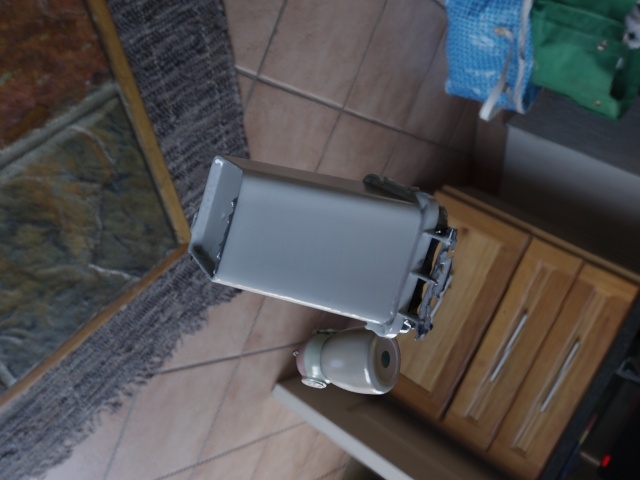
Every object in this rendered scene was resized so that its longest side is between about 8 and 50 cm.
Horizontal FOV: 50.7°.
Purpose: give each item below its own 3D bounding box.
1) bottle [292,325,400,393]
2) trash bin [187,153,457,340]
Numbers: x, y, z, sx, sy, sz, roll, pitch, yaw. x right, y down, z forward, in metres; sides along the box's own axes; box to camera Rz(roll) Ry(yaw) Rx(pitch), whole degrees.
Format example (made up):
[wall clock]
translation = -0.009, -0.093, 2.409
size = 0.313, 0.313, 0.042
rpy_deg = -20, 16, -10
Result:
[bottle]
translation = 0.048, 0.269, 1.527
size = 0.147, 0.236, 0.147
rpy_deg = 13, 74, -54
[trash bin]
translation = 0.000, 0.000, 1.090
size = 0.367, 0.296, 0.256
rpy_deg = 13, 102, -27
